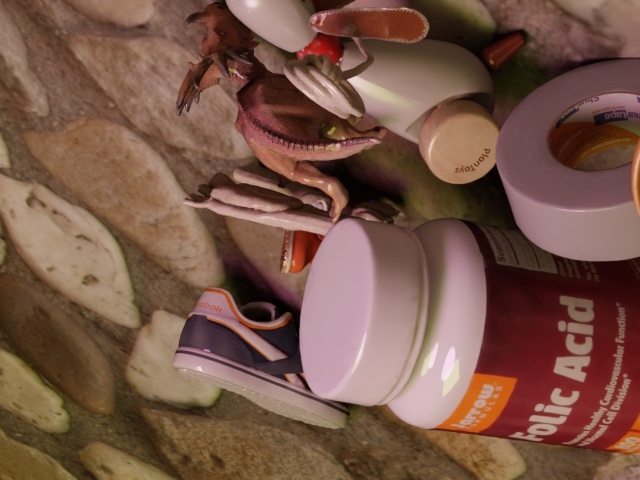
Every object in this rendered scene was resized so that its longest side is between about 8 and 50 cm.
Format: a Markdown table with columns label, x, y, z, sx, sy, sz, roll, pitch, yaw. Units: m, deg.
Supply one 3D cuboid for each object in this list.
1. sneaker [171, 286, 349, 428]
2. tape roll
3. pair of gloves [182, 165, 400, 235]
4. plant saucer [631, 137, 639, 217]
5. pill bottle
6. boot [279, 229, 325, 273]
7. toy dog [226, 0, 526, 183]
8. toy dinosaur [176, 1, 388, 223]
| label | x | y | z | sx | sy | sz | roll | pitch | yaw |
| --- | --- | --- | --- | --- | --- | --- | --- | --- | --- |
| sneaker | -0.058 | 0.159 | 2.215 | 0.126 | 0.127 | 0.321 | 4 | 162 | 39 |
| tape roll | 0.283 | -0.080 | 1.608 | 0.219 | 0.219 | 0.072 | 4 | 136 | 30 |
| pair of gloves | -0.027 | -0.037 | 1.888 | 0.204 | 0.240 | 0.042 | 16 | 101 | 16 |
| plant saucer | 0.370 | -0.072 | 1.475 | 0.200 | 0.037 | 0.200 | -4 | 119 | -8 |
| pill bottle | 0.192 | 0.098 | 1.755 | 0.392 | 0.224 | 0.224 | 9 | 149 | -21 |
| boot | 0.000 | 0.000 | 1.958 | 0.084 | 0.158 | 0.059 | 16 | 117 | 8 |
| toy dog | 0.079 | -0.198 | 1.646 | 0.333 | 0.161 | 0.220 | 27 | -163 | -49 |
| toy dinosaur | -0.052 | -0.133 | 1.733 | 0.200 | 0.127 | 0.295 | 35 | -176 | -27 |
